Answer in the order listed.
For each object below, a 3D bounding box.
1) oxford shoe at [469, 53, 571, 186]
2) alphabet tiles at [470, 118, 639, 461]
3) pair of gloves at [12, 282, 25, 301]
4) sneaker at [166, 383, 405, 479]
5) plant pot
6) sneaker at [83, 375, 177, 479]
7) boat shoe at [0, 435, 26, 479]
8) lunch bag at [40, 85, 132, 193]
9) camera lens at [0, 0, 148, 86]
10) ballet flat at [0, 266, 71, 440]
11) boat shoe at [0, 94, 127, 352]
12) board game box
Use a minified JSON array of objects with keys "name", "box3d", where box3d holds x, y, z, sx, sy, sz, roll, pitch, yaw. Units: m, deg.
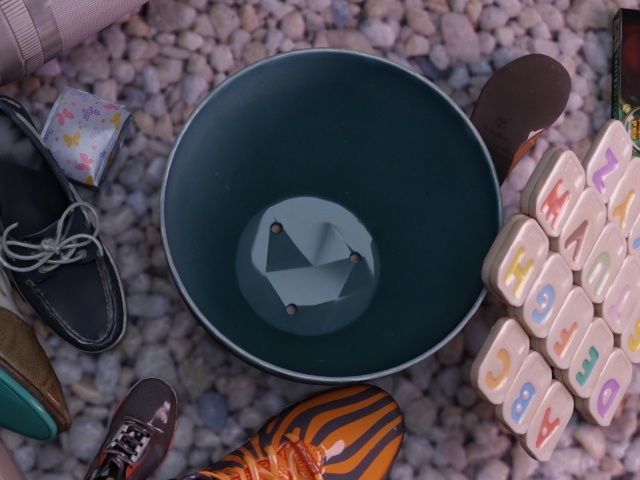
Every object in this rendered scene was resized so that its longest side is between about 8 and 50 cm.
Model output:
[{"name":"oxford shoe","box3d":[0.170,-0.102,1.590,0.076,0.076,0.212,37,58,6]},{"name":"alphabet tiles","box3d":[0.232,0.047,1.468,0.021,0.284,0.278,17,68,39]},{"name":"pair of gloves","box3d":[-0.262,0.008,1.530,0.074,0.010,0.083,-29,80,-13]},{"name":"sneaker","box3d":[-0.051,0.224,1.409,0.321,0.180,0.124,-35,82,-15]},{"name":"plant pot","box3d":[0.000,0.000,1.469,0.290,0.195,0.290,2,74,-6]},{"name":"sneaker","box3d":[-0.170,0.191,1.463,0.061,0.065,0.158,24,74,0]},{"name":"boat shoe","box3d":[-0.259,0.312,1.406,0.095,0.112,0.335,-30,74,4]},{"name":"lunch bag","box3d":[-0.221,-0.095,1.542,0.071,0.053,0.083,20,83,0]},{"name":"camera lens","box3d":[-0.268,-0.278,1.499,0.274,0.219,0.219,-34,82,-14]},{"name":"ballet flat","box3d":[-0.357,0.055,1.468,0.342,0.116,0.124,23,53,3]},{"name":"boat shoe","box3d":[-0.246,-0.014,1.476,0.095,0.079,0.254,-22,95,-7]},{"name":"board game box","box3d":[0.354,-0.099,1.629,0.136,0.030,0.259,7,74,-8]}]
